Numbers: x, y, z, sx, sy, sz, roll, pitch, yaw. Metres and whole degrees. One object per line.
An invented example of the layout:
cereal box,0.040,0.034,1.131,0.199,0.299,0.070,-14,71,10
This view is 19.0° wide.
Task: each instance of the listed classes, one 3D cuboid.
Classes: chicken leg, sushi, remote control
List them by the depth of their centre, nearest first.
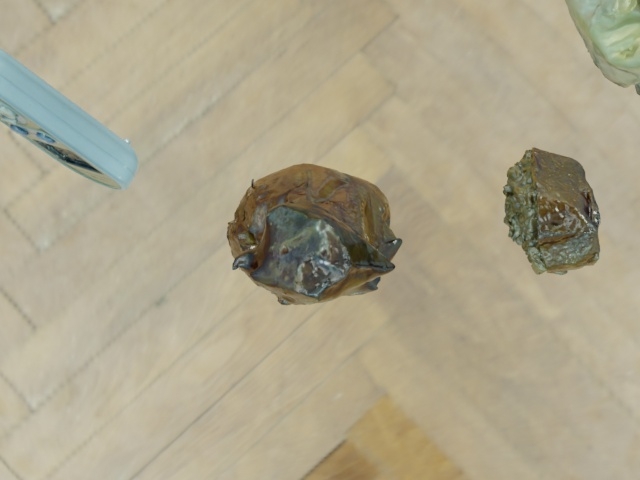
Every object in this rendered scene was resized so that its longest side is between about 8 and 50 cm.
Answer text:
sushi,0.132,-0.018,1.107,0.055,0.120,0.052,5,121,-5
chicken leg,0.000,0.000,1.166,0.113,0.304,0.093,4,92,-3
remote control,-0.242,-0.111,1.616,0.087,0.244,0.047,14,74,40

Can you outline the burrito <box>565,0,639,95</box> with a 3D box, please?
burrito,0.169,-0.213,0.909,0.175,0.107,0.348,14,64,-50
